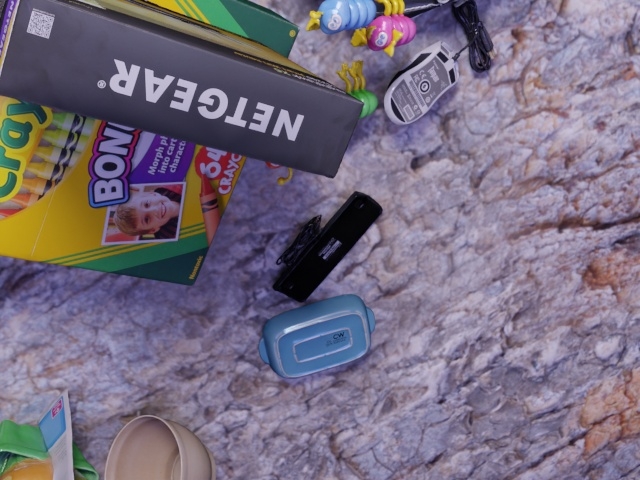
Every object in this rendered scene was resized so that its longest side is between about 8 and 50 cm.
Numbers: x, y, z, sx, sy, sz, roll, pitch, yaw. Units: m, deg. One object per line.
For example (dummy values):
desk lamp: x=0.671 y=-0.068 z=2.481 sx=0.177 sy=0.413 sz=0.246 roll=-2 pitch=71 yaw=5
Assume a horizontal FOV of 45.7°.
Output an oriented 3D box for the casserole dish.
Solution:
casserole dish: x=0.000 y=0.152 z=1.161 sx=0.188 sy=0.037 sz=0.114 roll=-16 pitch=116 yaw=-10

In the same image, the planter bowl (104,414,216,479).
planter bowl: x=-0.224 y=0.345 z=1.121 sx=0.109 sy=0.162 sz=0.162 roll=24 pitch=105 yaw=-50

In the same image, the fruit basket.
fruit basket: x=-0.407 y=0.410 z=0.974 sx=0.165 sy=0.353 sz=0.327 roll=28 pitch=103 yaw=-25

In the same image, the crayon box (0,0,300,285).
crayon box: x=-0.238 y=-0.142 z=0.887 sx=0.313 sy=0.106 sz=0.363 roll=12 pitch=111 yaw=-36

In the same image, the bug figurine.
bug figurine: x=0.025 y=-0.197 z=0.911 sx=0.216 sy=0.072 sz=0.279 roll=-30 pitch=155 yaw=-45

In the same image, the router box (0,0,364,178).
router box: x=-0.150 y=-0.166 z=0.701 sx=0.308 sy=0.243 sz=0.081 roll=11 pitch=110 yaw=-36

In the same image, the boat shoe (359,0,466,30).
boat shoe: x=0.167 y=-0.352 z=0.962 sx=0.306 sy=0.105 sz=0.113 roll=-23 pitch=116 yaw=-6

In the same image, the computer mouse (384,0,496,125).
computer mouse: x=0.152 y=-0.234 z=1.035 sx=0.193 sy=0.042 sz=0.106 roll=-40 pitch=122 yaw=-10

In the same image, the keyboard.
keyboard: x=0.000 y=0.000 z=1.108 sx=0.192 sy=0.038 sz=0.100 roll=-49 pitch=139 yaw=6
